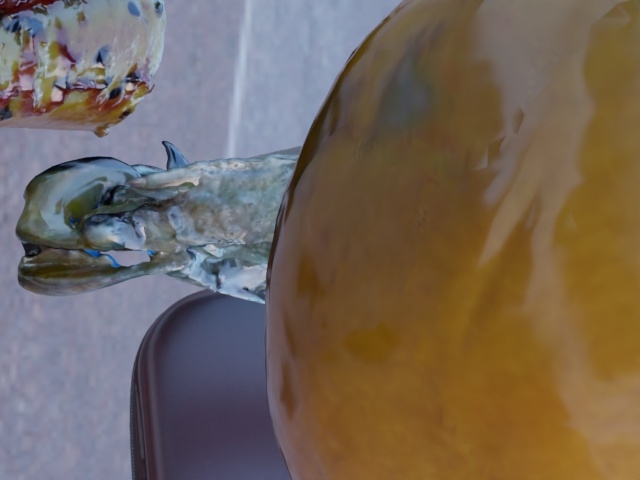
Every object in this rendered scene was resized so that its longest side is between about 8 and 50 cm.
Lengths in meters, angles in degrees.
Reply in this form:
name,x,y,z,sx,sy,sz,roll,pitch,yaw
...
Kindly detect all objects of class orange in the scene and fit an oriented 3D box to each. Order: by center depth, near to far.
name,x,y,z,sx,sy,sz,roll,pitch,yaw
orange,0.133,0.025,0.518,0.312,0.312,0.312,2,90,-84

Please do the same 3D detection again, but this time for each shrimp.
name,x,y,z,sx,sy,sz,roll,pitch,yaw
shrimp,0.000,0.000,1.162,0.221,0.445,0.110,109,-19,-53

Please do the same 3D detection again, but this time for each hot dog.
name,x,y,z,sx,sy,sz,roll,pitch,yaw
hot dog,-0.263,-0.256,1.221,0.365,0.196,0.367,-6,116,-50

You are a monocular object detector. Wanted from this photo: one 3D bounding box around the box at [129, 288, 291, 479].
name,x,y,z,sx,sy,sz,roll,pitch,yaw
box,-0.031,0.222,1.359,0.108,0.263,0.404,92,-8,-65
